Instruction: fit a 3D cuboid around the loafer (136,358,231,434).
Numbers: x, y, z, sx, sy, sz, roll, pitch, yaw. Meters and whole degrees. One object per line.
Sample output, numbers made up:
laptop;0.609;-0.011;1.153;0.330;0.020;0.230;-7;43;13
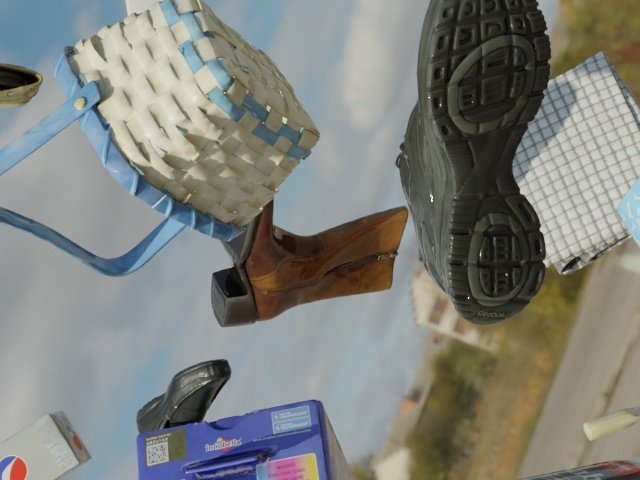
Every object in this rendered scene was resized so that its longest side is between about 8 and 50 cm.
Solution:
loafer;-0.186;0.235;2.037;0.076;0.078;0.223;-4;-28;-39

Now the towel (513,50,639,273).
towel;0.399;-0.109;2.195;0.235;0.284;0.121;-28;-24;12

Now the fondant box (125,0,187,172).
fondant box;-0.213;-0.207;2.125;0.330;0.096;0.238;119;140;-80

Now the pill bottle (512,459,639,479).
pill bottle;0.348;0.396;1.869;0.363;0.210;0.210;-5;-54;-33

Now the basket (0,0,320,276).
basket;-0.166;-0.085;1.417;0.289;0.201;0.255;-40;-31;10

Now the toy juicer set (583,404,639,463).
toy juicer set;0.474;0.364;2.151;0.329;0.209;0.089;-86;-12;-50

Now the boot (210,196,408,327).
boot;0.000;0.000;1.976;0.096;0.280;0.264;-126;32;-45

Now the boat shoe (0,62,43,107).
boat shoe;-0.429;-0.197;1.756;0.072;0.190;0.068;-19;80;55

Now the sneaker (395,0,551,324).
sneaker;0.106;-0.082;1.143;0.130;0.109;0.286;-147;54;-62

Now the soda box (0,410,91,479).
soda box;-0.491;0.369;2.172;0.286;0.091;0.098;-33;-4;-1

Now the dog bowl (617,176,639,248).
dog bowl;0.443;-0.049;1.754;0.166;0.074;0.297;-45;-18;12

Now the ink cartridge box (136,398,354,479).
ink cartridge box;-0.096;0.367;2.052;0.395;0.270;0.151;71;-171;-53
